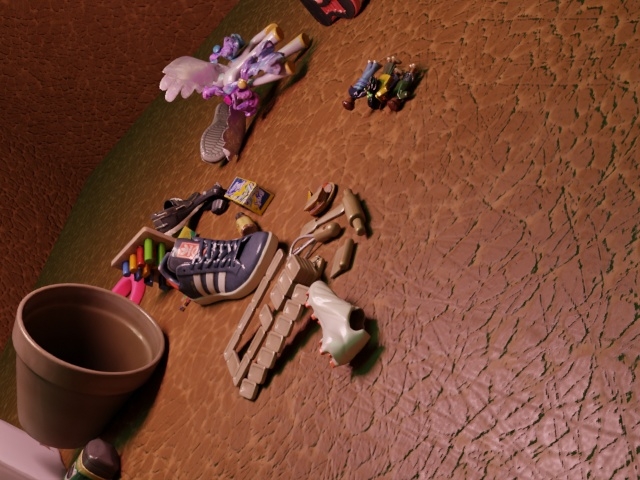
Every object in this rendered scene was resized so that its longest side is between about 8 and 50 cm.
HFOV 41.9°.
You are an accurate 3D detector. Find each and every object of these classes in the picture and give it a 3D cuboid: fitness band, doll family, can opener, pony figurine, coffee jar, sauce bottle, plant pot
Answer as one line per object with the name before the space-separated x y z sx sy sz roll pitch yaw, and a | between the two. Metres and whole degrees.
fitness band | -0.594 0.214 2.353 0.291 0.054 0.209 -50 23 11
doll family | 0.111 -0.294 1.617 0.111 0.076 0.193 -62 18 -3
can opener | -0.289 -0.106 2.171 0.186 0.059 0.073 -6 54 61
pony figurine | -0.228 -0.437 2.285 0.363 0.303 0.351 -25 27 28
coffee jar | -0.486 0.501 1.710 0.184 0.079 0.096 -54 19 6
sauce bottle | -0.166 -0.033 1.850 0.042 0.042 0.128 -54 20 5
plant pot | -0.546 0.300 1.866 0.323 0.323 0.280 -105 37 -62

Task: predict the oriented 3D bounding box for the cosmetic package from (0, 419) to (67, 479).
cosmetic package | -0.816 0.622 1.884 0.394 0.327 0.329 -58 22 -8

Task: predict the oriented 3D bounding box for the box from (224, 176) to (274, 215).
box | -0.167 -0.103 1.928 0.059 0.054 0.169 -58 23 -3

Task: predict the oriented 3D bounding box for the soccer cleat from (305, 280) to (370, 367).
soccer cleat | 0.029 0.114 1.239 0.076 0.068 0.196 -35 27 9

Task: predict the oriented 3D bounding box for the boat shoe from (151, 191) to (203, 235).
boat shoe | -0.381 -0.086 2.256 0.084 0.079 0.233 -31 12 28

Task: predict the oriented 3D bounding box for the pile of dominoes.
pile of dominoes | -0.081 0.149 1.443 0.251 0.040 0.196 -62 26 15

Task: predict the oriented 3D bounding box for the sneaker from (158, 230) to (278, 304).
sneaker | -0.224 0.041 1.723 0.350 0.148 0.131 -26 36 49

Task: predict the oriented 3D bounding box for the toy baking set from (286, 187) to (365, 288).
toy baking set | 0.005 -0.004 1.480 0.197 0.030 0.256 -47 24 21

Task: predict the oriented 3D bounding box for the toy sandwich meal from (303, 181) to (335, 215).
toy sandwich meal | -0.005 -0.082 1.605 0.085 0.029 0.086 -44 24 25

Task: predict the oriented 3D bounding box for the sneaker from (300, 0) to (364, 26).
sneaker | 0.051 -0.656 2.215 0.136 0.116 0.314 -49 28 -9

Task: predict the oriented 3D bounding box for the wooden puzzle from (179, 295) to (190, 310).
wooden puzzle | -0.307 0.127 1.956 0.083 0.006 0.049 -56 22 -1

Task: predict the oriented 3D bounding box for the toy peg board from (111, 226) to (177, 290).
toy peg board | -0.406 0.066 2.060 0.160 0.161 0.079 -41 41 32

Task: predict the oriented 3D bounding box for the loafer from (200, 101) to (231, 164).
loafer | -0.285 -0.295 2.411 0.087 0.094 0.251 105 -179 -45

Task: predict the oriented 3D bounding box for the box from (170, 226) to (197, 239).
box | -0.390 0.025 2.220 0.179 0.043 0.105 -15 45 56
